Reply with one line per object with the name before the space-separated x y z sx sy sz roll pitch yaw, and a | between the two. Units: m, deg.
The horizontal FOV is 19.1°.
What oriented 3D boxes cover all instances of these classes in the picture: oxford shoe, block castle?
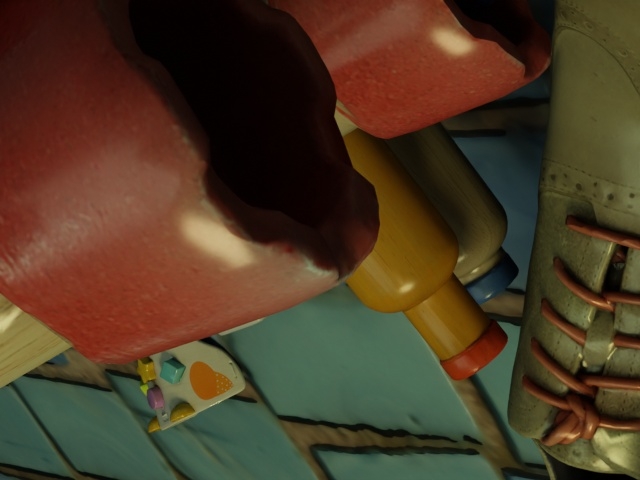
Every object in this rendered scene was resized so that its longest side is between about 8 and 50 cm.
oxford shoe | 0.125 0.017 0.647 0.123 0.130 0.348 23 145 37
block castle | -0.121 -0.191 0.455 0.213 0.303 0.453 -30 95 22

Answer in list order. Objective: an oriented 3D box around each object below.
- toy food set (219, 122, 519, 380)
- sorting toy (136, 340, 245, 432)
toy food set | 0.000 0.000 0.738 0.104 0.111 0.232 53 152 -8
sorting toy | -0.091 0.069 1.119 0.075 0.045 0.083 64 152 4
